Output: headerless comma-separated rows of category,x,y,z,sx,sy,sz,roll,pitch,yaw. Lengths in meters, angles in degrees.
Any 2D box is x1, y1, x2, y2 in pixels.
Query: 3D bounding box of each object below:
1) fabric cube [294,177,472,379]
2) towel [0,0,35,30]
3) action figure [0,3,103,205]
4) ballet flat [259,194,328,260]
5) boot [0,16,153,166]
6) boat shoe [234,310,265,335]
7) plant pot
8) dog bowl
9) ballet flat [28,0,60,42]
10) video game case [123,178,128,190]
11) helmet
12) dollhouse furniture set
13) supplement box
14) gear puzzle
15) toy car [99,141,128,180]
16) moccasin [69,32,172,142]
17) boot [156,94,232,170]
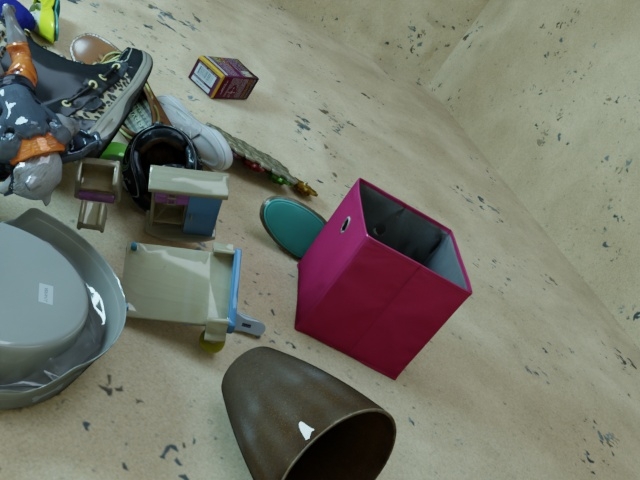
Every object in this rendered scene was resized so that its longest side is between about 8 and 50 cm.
fabric cube,0.118,0.075,1.556,0.259,0.258,0.254,29,27,-17
towel,-0.783,-0.503,1.640,0.227,0.076,0.308,39,24,-11
action figure,-0.517,-0.187,1.138,0.341,0.178,0.330,-31,78,-32
ballet flat,0.000,0.000,1.732,0.342,0.116,0.124,28,6,-17
boot,-0.484,-0.315,1.404,0.284,0.138,0.377,32,38,-19
boat shoe,-0.148,0.145,1.367,0.100,0.035,0.035,19,2,-24
plant pot,-0.042,0.266,1.118,0.215,0.215,0.230,9,23,-45
dog bowl,-0.445,0.078,1.016,0.348,0.102,0.349,29,26,-16
ballet flat,-0.681,-0.545,1.848,0.077,0.077,0.231,1,35,-19
video game case,-0.387,-0.138,1.572,0.087,0.011,0.122,39,25,7
helmet,-0.306,-0.136,1.464,0.169,0.169,0.161,35,-17,-3
dollhouse furniture set,-0.293,0.048,1.310,0.286,0.198,0.304,6,65,-13
supplement box,-0.283,-0.477,2.211,0.104,0.081,0.188,44,26,16
gear puzzle,-0.149,-0.190,1.929,0.338,0.044,0.175,27,13,-30
toy car,-0.449,-0.195,1.486,0.225,0.053,0.239,31,30,-26
moccasin,-0.453,-0.333,1.662,0.380,0.139,0.147,58,-3,25
boot,-0.330,-0.243,1.758,0.258,0.095,0.123,40,35,19
